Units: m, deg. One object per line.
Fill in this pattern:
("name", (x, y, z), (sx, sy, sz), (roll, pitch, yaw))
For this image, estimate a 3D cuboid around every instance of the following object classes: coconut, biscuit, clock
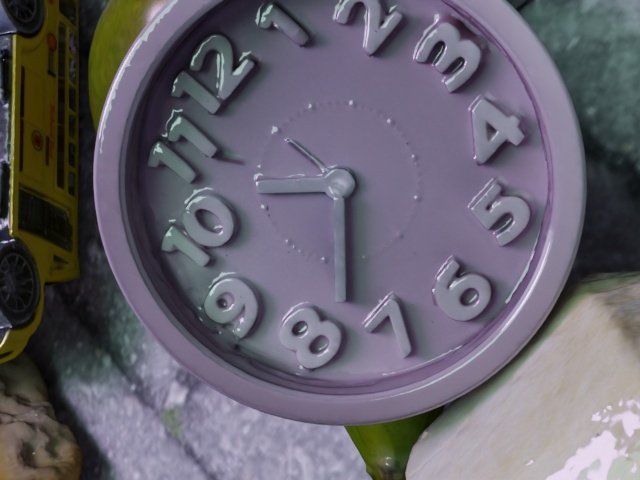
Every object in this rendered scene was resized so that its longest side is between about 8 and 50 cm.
("coconut", (0.138, 0.129, 0.471), (0.222, 0.202, 0.202), (-51, 55, 16))
("biscuit", (-0.297, 0.167, 0.884), (0.213, 0.091, 0.274), (-49, 57, 17))
("clock", (0.009, -0.026, 0.469), (0.197, 0.068, 0.196), (1, 100, 7))

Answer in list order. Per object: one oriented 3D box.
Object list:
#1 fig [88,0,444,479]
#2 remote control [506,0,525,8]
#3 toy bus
("fig", (-0.016, -0.020, 0.620), (0.233, 0.233, 0.314), (23, 113, 39))
("remote control", (0.064, -0.241, 0.712), (0.103, 0.034, 0.250), (-39, 60, 27))
("toy bus", (-0.264, -0.059, 0.856), (0.144, 0.152, 0.330), (-8, 74, 18))
